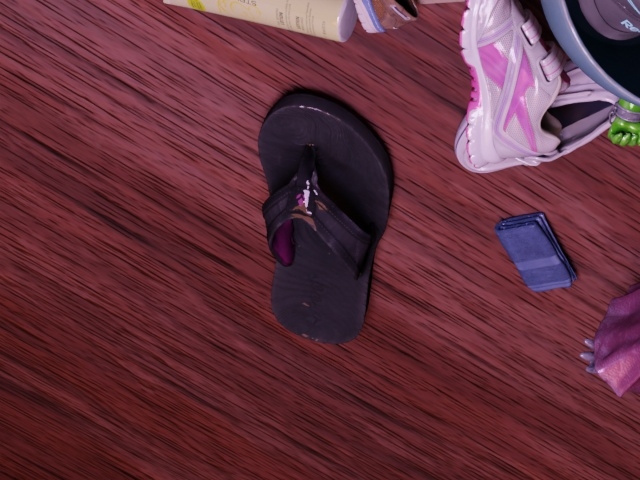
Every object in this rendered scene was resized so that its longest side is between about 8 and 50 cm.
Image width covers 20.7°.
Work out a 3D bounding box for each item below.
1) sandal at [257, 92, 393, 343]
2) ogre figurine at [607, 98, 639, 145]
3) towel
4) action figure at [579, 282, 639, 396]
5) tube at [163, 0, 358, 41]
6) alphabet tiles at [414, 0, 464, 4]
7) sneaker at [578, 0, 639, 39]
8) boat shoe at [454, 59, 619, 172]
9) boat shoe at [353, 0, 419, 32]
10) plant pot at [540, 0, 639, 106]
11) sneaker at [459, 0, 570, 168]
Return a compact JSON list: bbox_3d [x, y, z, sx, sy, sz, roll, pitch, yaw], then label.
[{"bbox_3d":[0.002,0.001,2.204,0.167,0.107,0.446,10,139,11],"label":"sandal"},{"bbox_3d":[0.402,-0.170,1.847,0.197,0.097,0.118,0,125,11],"label":"ogre figurine"},{"bbox_3d":[0.267,0.015,2.175,0.067,0.029,0.119,-10,133,31],"label":"towel"},{"bbox_3d":[0.488,0.089,2.000,0.276,0.248,0.370,38,140,-22],"label":"action figure"},{"bbox_3d":[-0.077,-0.275,1.961,0.240,0.062,0.070,16,102,18],"label":"tube"},{"bbox_3d":[0.084,-0.380,1.810,0.285,0.011,0.342,0,137,23],"label":"alphabet tiles"},{"bbox_3d":[0.264,-0.308,1.503,0.106,0.101,0.267,-168,63,-73],"label":"sneaker"},{"bbox_3d":[0.243,-0.130,1.974,0.095,0.084,0.258,36,138,-20],"label":"boat shoe"},{"bbox_3d":[0.058,-0.297,1.864,0.066,0.066,0.183,-5,145,20],"label":"boat shoe"},{"bbox_3d":[0.327,-0.260,1.679,0.290,0.290,0.195,30,176,-13],"label":"plant pot"},{"bbox_3d":[0.210,-0.197,1.866,0.111,0.103,0.252,0,122,12],"label":"sneaker"}]
